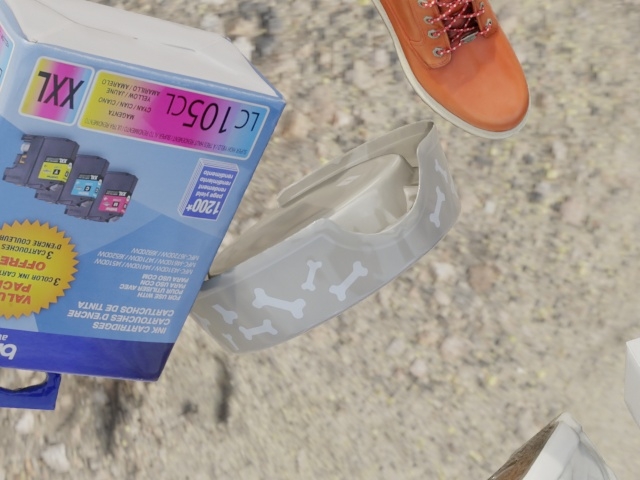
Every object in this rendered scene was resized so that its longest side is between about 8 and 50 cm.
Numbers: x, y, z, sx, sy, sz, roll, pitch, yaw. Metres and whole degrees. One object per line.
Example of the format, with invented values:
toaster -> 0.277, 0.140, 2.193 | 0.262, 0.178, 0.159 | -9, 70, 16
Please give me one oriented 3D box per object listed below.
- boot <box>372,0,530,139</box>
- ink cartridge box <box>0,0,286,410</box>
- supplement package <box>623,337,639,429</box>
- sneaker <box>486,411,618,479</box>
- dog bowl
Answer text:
boot -> 0.068, -0.120, 0.740 | 0.059, 0.084, 0.158 | -38, 101, -4
ink cartridge box -> -0.242, -0.020, 1.294 | 0.270, 0.151, 0.395 | 9, 120, -35
supplement package -> 0.532, 0.182, 1.761 | 0.244, 0.134, 0.139 | -17, 137, -6
sneaker -> 0.212, 0.226, 1.169 | 0.106, 0.290, 0.123 | -42, 79, 18
dog bowl -> 0.000, 0.000, 1.490 | 0.349, 0.349, 0.102 | -33, 101, -7
